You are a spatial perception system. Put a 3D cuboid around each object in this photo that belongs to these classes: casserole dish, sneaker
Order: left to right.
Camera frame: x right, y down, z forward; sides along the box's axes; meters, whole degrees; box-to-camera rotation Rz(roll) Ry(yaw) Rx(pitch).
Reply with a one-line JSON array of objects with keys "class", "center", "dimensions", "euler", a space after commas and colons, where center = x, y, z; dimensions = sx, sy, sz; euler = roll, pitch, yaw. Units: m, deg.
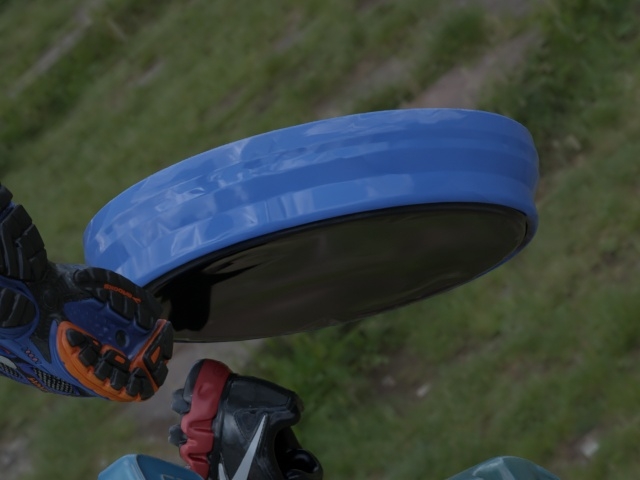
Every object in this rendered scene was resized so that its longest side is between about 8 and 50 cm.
[{"class": "sneaker", "center": [-0.180, 0.030, 0.896], "dimensions": [0.087, 0.221, 0.083], "euler": [-17, 46, 36]}, {"class": "casserole dish", "center": [-0.111, 0.234, 1.381], "dimensions": [0.037, 0.114, 0.188], "euler": [-55, 39, 13]}, {"class": "sneaker", "center": [-0.067, 0.245, 1.531], "dimensions": [0.135, 0.276, 0.097], "euler": [6, 15, 9]}]

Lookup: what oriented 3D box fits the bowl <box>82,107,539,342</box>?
[{"class": "bowl", "center": [0.000, 0.000, 1.429], "dimensions": [0.391, 0.077, 0.391], "euler": [-12, -16, -3]}]

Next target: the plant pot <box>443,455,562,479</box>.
[{"class": "plant pot", "center": [0.049, 0.328, 1.110], "dimensions": [0.334, 0.341, 0.341], "euler": [-34, 16, 23]}]
